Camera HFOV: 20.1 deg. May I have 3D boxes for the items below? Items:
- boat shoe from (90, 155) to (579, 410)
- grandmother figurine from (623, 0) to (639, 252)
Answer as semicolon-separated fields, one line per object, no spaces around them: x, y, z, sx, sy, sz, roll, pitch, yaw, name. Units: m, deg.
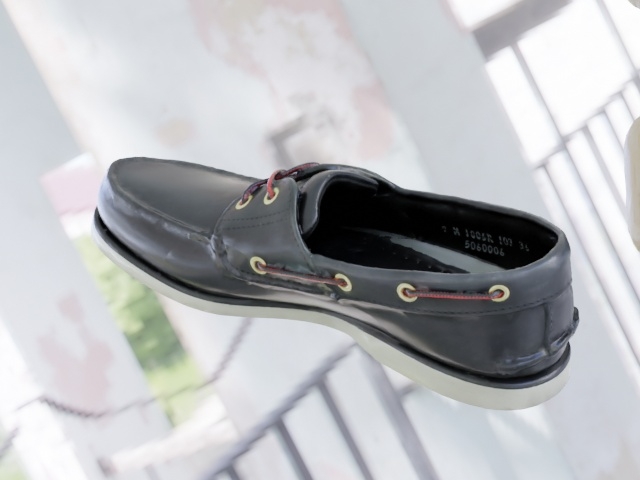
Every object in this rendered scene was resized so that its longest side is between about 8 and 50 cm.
0.001;-0.001;0.437;0.133;0.042;0.049;18;36;28;boat shoe
0.200;-0.073;0.588;0.207;0.104;0.342;7;-20;-10;grandmother figurine
